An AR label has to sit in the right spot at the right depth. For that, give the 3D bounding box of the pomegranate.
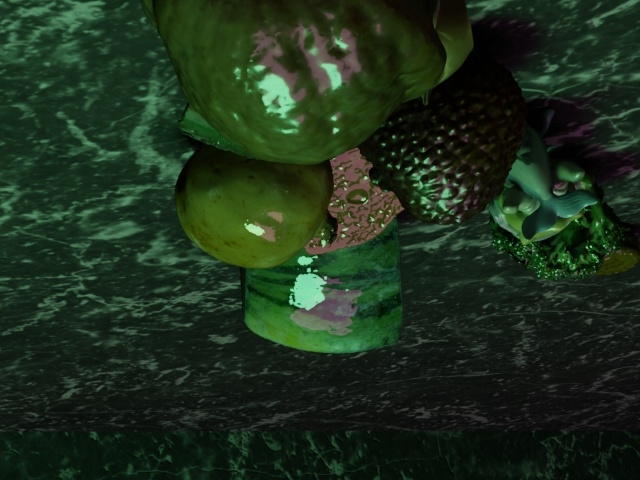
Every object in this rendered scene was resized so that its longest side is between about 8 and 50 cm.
[{"bbox_3d":[-0.063,-0.050,1.827,0.196,0.196,0.196,-6,162,-2],"label":"pomegranate"}]

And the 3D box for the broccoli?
[{"bbox_3d":[0.302,-0.027,2.069,0.195,0.195,0.156,-8,132,5],"label":"broccoli"}]

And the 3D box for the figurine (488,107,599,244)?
[{"bbox_3d":[0.254,-0.064,1.898,0.128,0.208,0.184,-29,123,4],"label":"figurine"}]

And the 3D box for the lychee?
[{"bbox_3d":[0.124,-0.116,1.697,0.194,0.195,0.194,-6,162,-2],"label":"lychee"}]

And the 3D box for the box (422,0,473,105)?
[{"bbox_3d":[0.097,-0.203,1.532,0.111,0.111,0.177,-7,163,1],"label":"box"}]

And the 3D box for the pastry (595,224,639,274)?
[{"bbox_3d":[0.428,0.014,2.390,0.109,0.057,0.097,-3,160,-14],"label":"pastry"}]

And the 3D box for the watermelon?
[{"bbox_3d":[0.000,0.000,2.116,0.212,0.201,0.262,-2,119,-9],"label":"watermelon"}]

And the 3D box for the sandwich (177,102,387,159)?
[{"bbox_3d":[-0.043,-0.140,1.611,0.235,0.079,0.159,15,156,14],"label":"sandwich"}]

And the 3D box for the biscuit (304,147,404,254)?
[{"bbox_3d":[0.041,-0.063,1.948,0.142,0.029,0.221,23,125,-29],"label":"biscuit"}]

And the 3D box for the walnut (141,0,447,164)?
[{"bbox_3d":[-0.021,-0.189,1.321,0.282,0.227,0.283,14,164,4],"label":"walnut"}]
